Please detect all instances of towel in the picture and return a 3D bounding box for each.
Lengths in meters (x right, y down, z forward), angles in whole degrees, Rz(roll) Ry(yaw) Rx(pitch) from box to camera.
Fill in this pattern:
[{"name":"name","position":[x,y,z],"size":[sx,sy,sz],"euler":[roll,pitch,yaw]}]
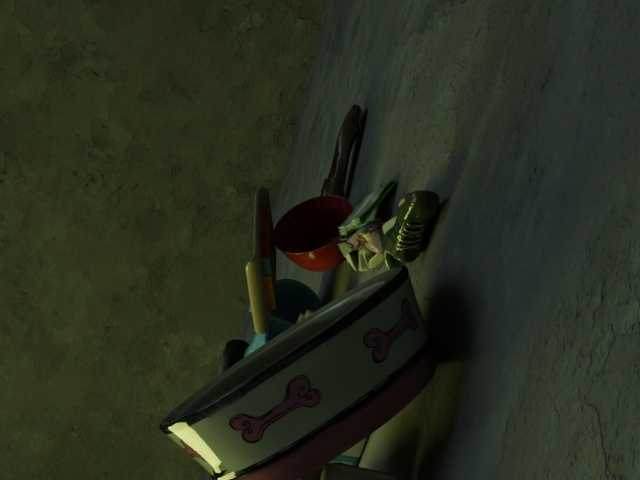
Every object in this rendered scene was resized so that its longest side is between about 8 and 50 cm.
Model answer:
[{"name":"towel","position":[0.087,-0.065,2.124],"size":[0.113,0.023,0.152],"euler":[-51,4,-15]}]

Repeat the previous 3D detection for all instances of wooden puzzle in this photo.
[{"name":"wooden puzzle","position":[-0.115,0.042,2.342],"size":[0.238,0.044,0.221],"euler":[-85,-7,-46]}]

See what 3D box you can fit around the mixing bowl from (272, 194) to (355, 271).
[{"name":"mixing bowl","position":[0.000,0.000,2.332],"size":[0.181,0.181,0.098],"euler":[-89,-20,-51]}]

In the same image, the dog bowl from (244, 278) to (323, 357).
[{"name":"dog bowl","position":[-0.070,0.204,2.424],"size":[0.074,0.166,0.297],"euler":[-52,23,39]}]

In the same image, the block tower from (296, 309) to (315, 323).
[{"name":"block tower","position":[-0.042,0.306,2.224],"size":[0.097,0.091,0.335],"euler":[-147,76,-80]}]

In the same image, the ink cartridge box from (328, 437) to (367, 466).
[{"name":"ink cartridge box","position":[0.041,0.278,1.889],"size":[0.139,0.082,0.190],"euler":[-95,22,-60]}]

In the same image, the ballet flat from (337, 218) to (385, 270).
[{"name":"ballet flat","position":[0.083,0.015,2.071],"size":[0.221,0.077,0.079],"euler":[146,111,-76]}]

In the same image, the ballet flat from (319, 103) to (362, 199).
[{"name":"ballet flat","position":[0.058,-0.186,2.530],"size":[0.084,0.058,0.250],"euler":[46,-119,-76]}]

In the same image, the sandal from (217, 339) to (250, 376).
[{"name":"sandal","position":[-0.131,0.428,2.427],"size":[0.167,0.107,0.445],"euler":[-24,-71,-64]}]

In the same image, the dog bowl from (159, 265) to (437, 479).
[{"name":"dog bowl","position":[-0.015,0.205,1.561],"size":[0.408,0.150,0.408],"euler":[-33,0,0]}]

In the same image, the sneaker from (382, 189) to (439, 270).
[{"name":"sneaker","position":[0.144,-0.007,1.770],"size":[0.192,0.064,0.086],"euler":[126,148,-67]}]

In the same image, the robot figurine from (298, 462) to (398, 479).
[{"name":"robot figurine","position":[0.008,0.473,1.464],"size":[0.300,0.200,0.353],"euler":[-20,56,64]}]
